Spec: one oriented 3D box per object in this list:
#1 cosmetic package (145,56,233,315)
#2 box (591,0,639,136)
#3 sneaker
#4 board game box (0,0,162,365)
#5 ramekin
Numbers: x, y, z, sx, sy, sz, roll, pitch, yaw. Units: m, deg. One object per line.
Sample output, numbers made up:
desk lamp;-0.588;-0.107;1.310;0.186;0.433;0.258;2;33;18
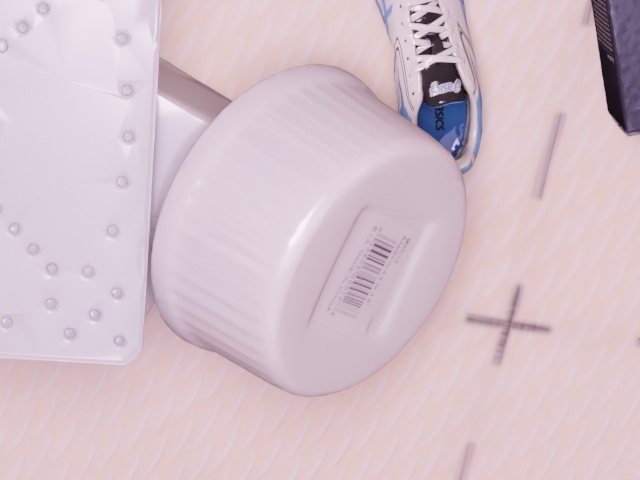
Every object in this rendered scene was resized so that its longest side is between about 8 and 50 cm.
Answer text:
cosmetic package;-0.273;-0.108;1.597;0.385;0.156;0.217;32;103;-10
box;0.321;-0.211;1.596;0.153;0.108;0.207;-9;105;2
sneaker;0.101;-0.169;1.613;0.085;0.086;0.237;-15;107;-10
board game box;-0.331;-0.101;1.488;0.390;0.050;0.390;4;102;-3
ramekin;0.000;0.000;1.554;0.135;0.277;0.277;32;107;35
